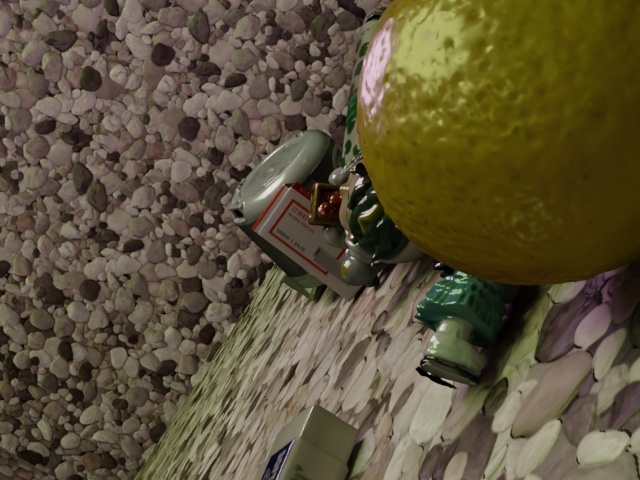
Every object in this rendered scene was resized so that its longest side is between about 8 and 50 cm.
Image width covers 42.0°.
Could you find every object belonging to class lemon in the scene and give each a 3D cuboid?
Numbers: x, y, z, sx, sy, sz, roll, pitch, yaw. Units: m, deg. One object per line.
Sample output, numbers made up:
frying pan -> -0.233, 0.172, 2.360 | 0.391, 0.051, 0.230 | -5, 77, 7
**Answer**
lemon -> 0.164, -0.099, 0.634 | 0.293, 0.293, 0.293 | -56, 7, 10

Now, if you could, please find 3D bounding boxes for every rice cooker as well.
rice cooker -> -0.016, -0.060, 1.746 | 0.288, 0.277, 0.288 | -39, 18, 15

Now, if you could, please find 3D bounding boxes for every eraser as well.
eraser -> -0.049, 0.339, 0.977 | 0.124, 0.081, 0.278 | -51, 10, 49

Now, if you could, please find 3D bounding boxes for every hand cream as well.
hand cream -> 0.071, -0.223, 1.211 | 0.095, 0.059, 0.275 | -40, 33, 51

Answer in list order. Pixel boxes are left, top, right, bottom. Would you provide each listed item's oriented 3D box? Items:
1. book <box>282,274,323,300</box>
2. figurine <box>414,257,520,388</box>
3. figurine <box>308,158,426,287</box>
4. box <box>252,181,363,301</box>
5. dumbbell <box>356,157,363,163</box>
book -> -0.007, -0.012, 1.999 | 0.201, 0.026, 0.289 | 26, 98, 66
figurine -> 0.160, 0.025, 0.837 | 0.138, 0.110, 0.245 | 86, -154, -70
figurine -> 0.088, -0.058, 1.299 | 0.382, 0.186, 0.260 | 166, 105, -75
box -> 0.000, 0.000, 1.540 | 0.123, 0.229, 0.050 | -53, 1, 23
dumbbell -> 0.102, -0.159, 2.124 | 0.254, 0.110, 0.110 | -55, 3, -41
